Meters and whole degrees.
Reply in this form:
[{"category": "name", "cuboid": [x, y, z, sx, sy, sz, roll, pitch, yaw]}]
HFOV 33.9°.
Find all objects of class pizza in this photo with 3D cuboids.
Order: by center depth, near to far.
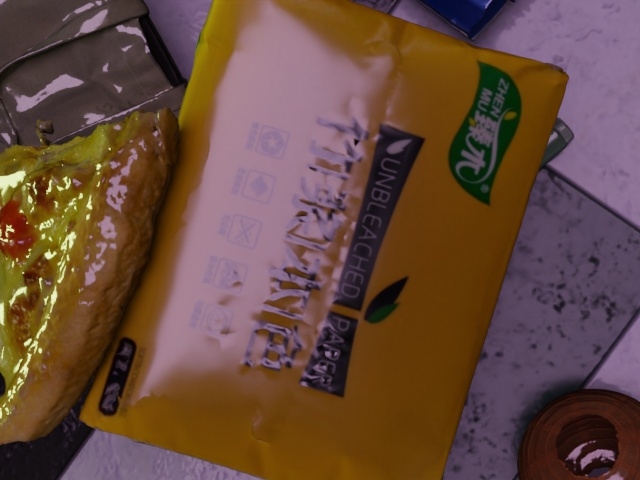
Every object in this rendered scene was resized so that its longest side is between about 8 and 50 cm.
[{"category": "pizza", "cuboid": [-0.238, 0.002, 0.835, 0.287, 0.075, 0.280, 23, 95, 47]}]

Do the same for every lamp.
[{"category": "lamp", "cuboid": [0.238, 0.194, 0.899, 0.136, 0.136, 0.136, 0, 87, 9]}]

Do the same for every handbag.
[{"category": "handbag", "cuboid": [-0.256, -0.135, 0.979, 0.253, 0.109, 0.316, -24, 106, 3]}]

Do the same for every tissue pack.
[{"category": "tissue pack", "cuboid": [0.000, 0.000, 0.879, 0.293, 0.228, 0.382, 18, 90, -4]}]

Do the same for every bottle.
[{"category": "bottle", "cuboid": [0.195, -0.078, 0.970, 0.083, 0.030, 0.030, -40, 82, 4]}]

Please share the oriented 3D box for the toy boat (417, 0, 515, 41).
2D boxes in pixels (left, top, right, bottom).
[{"category": "toy boat", "cuboid": [0.077, -0.317, 0.980, 0.295, 0.088, 0.129, 42, 94, 19]}]
